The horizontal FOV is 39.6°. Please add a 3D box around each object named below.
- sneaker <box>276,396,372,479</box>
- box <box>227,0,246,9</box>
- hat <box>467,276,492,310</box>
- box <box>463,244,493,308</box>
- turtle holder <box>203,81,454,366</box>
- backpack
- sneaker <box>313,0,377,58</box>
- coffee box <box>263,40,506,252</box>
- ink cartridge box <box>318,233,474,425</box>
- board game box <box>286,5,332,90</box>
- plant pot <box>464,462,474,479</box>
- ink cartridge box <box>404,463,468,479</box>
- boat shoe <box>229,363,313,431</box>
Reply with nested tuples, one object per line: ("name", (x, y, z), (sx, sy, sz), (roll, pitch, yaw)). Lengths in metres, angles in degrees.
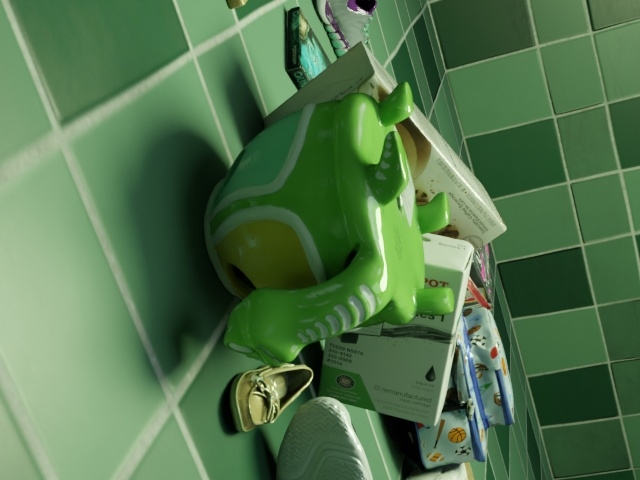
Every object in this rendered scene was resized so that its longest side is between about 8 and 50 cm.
("sneaker", (0.025, 0.287, 1.010), (0.153, 0.101, 0.268), (-44, 126, -71))
("box", (-0.126, -0.417, 1.145), (0.164, 0.021, 0.201), (-75, 149, -56))
("hat", (0.196, -0.031, 1.399), (0.173, 0.184, 0.208), (-64, 164, -73))
("box", (0.240, 0.015, 1.772), (0.247, 0.163, 0.142), (-85, 152, -46))
("turtle holder", (0.006, 0.004, 0.920), (0.243, 0.228, 0.320), (54, 30, -55))
("backpack", (0.210, 0.236, 1.475), (0.276, 0.213, 0.263), (-58, 144, -70))
("sneaker", (0.067, -0.383, 1.607), (0.223, 0.098, 0.083), (52, 30, -54))
("coffee box", (0.086, -0.086, 1.167), (0.297, 0.168, 0.119), (45, 18, -29))
("ink cartridge box", (0.093, 0.101, 1.117), (0.092, 0.160, 0.219), (-52, 151, -64))
("board game box", (-0.008, -0.260, 1.404), (0.186, 0.026, 0.126), (53, 30, -54))
("plant pot", (0.279, 0.526, 1.761), (0.236, 0.032, 0.236), (-12, 90, -73))
("ink cartridge box", (0.201, 0.481, 1.440), (0.158, 0.092, 0.217), (1, 79, -73))
("boat shoe", (-0.051, 0.159, 0.930), (0.153, 0.048, 0.056), (-9, 87, -73))
